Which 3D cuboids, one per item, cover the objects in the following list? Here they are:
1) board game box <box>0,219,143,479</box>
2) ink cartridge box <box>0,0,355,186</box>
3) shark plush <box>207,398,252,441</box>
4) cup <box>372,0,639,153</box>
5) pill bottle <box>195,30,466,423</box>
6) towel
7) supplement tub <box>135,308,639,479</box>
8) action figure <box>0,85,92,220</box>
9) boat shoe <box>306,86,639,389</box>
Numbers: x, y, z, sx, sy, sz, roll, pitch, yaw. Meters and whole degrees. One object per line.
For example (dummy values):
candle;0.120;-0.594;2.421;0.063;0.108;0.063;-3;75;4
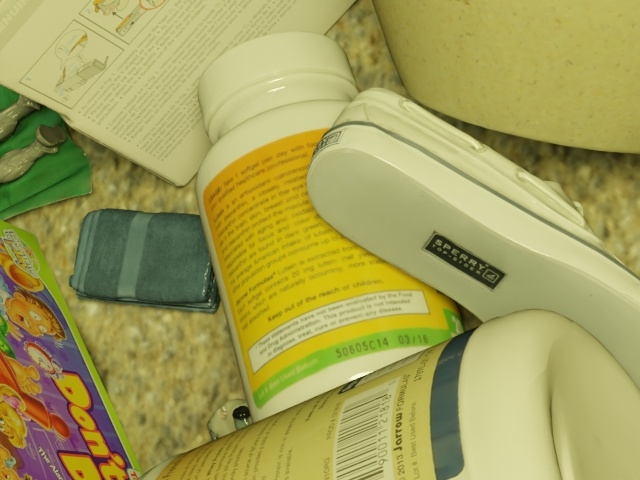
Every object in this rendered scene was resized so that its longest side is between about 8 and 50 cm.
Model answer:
board game box;-0.220;0.117;1.006;0.078;0.233;0.347;-38;60;14
ink cartridge box;-0.071;-0.193;1.006;0.296;0.261;0.066;-47;59;8
shark plush;-0.013;0.165;1.001;0.067;0.073;0.161;-43;78;33
cup;0.150;-0.182;0.878;0.331;0.331;0.237;20;108;32
pill bottle;0.000;0.000;0.978;0.136;0.136;0.246;-26;64;20
towel;-0.117;0.013;1.103;0.119;0.029;0.067;4;77;31
supplement tub;0.024;0.192;0.825;0.316;0.228;0.228;-25;64;26
action figure;-0.289;-0.036;1.199;0.232;0.063;0.137;-33;64;20
boat shoe;0.116;0.000;0.897;0.095;0.258;0.084;-44;13;45
